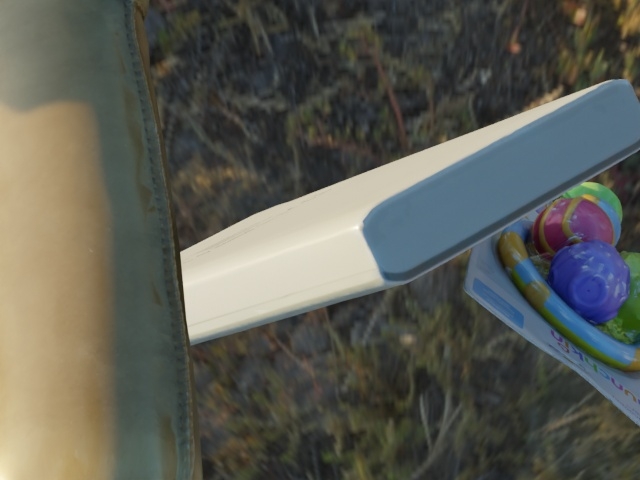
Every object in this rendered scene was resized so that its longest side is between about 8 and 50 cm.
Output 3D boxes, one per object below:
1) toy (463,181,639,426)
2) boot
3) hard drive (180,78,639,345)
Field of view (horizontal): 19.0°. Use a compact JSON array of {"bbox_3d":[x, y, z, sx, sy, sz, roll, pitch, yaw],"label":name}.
[{"bbox_3d":[0.157,0.013,1.096,0.137,0.237,0.056,37,108,-5],"label":"toy"},{"bbox_3d":[-0.138,0.000,0.657,0.236,0.089,0.270,-27,56,38],"label":"boot"},{"bbox_3d":[0.000,0.000,1.016,0.203,0.307,0.040,-28,96,-39],"label":"hard drive"}]
